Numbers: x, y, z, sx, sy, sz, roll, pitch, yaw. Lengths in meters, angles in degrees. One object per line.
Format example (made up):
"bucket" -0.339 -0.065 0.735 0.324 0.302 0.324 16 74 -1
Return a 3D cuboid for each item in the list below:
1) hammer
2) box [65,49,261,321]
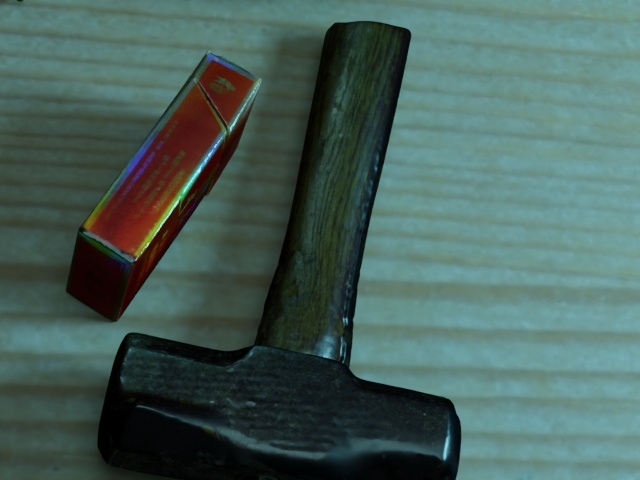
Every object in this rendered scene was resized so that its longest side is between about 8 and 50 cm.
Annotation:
"hammer" 0.000 0.000 1.410 0.242 0.095 0.409 15 61 -5
"box" -0.110 -0.037 1.388 0.048 0.112 0.175 31 64 3
